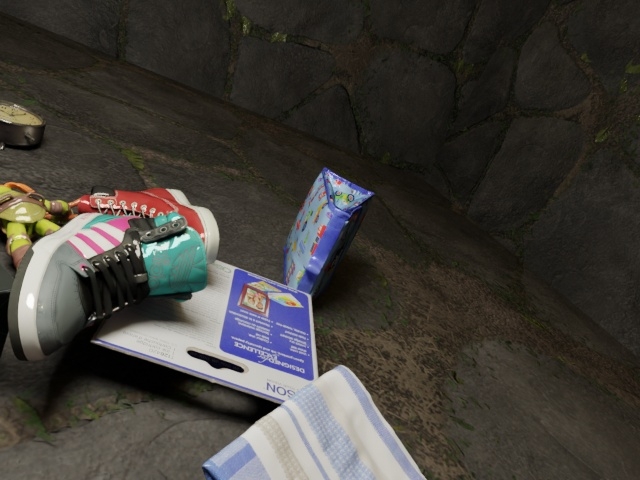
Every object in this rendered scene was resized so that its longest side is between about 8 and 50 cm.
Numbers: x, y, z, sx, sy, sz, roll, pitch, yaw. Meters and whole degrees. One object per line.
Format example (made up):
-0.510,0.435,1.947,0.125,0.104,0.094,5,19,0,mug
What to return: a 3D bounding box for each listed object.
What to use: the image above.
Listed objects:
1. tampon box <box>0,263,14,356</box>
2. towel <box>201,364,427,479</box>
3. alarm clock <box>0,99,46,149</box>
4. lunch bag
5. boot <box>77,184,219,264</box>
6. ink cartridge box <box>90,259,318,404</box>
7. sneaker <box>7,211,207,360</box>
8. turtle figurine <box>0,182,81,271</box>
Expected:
-0.416,0.058,0.522,0.161,0.120,0.101,36,21,23,tampon box
0.017,0.272,0.569,0.209,0.034,0.285,55,29,13,towel
-0.659,-0.254,1.065,0.129,0.064,0.192,15,26,-29,alarm clock
0.000,0.000,1.029,0.138,0.221,0.293,26,20,-2,lunch bag
-0.276,-0.027,0.788,0.176,0.088,0.244,2,19,-39,boot
-0.153,0.131,0.755,0.304,0.072,0.307,23,23,-13,ink cartridge box
-0.231,0.043,0.609,0.178,0.123,0.295,0,23,-7,sneaker
-0.437,-0.030,0.757,0.217,0.087,0.269,36,22,24,turtle figurine
